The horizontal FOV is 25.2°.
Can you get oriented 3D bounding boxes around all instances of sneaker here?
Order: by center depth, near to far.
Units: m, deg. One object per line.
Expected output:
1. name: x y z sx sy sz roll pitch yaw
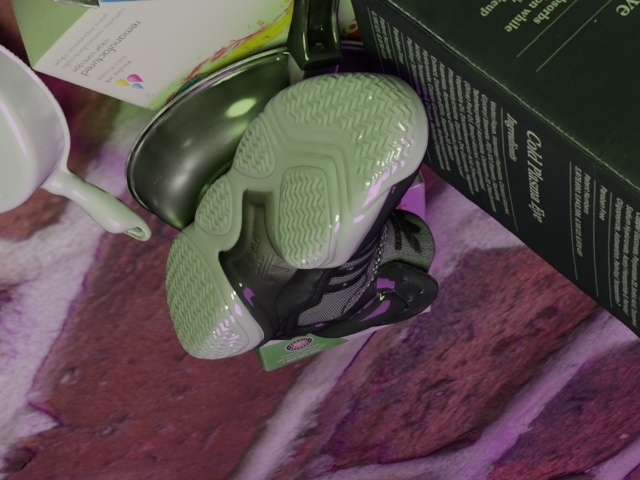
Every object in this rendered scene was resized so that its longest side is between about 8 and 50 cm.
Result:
1. sneaker: 0.019 -0.015 0.869 0.153 0.101 0.268 -4 154 -34

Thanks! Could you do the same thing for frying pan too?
1. frying pan: 0.007 -0.092 0.880 0.197 0.053 0.326 0 148 -40

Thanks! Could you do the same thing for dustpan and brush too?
1. dustpan and brush: -0.193 -0.050 0.899 0.211 0.060 0.147 41 129 -21

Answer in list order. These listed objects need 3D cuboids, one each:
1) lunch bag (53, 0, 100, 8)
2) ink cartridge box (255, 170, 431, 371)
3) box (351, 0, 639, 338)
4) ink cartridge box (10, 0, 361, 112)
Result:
1. lunch bag: -0.083 -0.243 0.613 0.243 0.115 0.303 -9 135 -22
2. ink cartridge box: 0.000 0.000 1.135 0.154 0.093 0.212 -20 149 -7
3. box: 0.249 -0.123 0.791 0.343 0.312 0.179 -42 153 -11
4. ink cartridge box: -0.058 -0.141 0.875 0.134 0.078 0.231 -39 148 26
